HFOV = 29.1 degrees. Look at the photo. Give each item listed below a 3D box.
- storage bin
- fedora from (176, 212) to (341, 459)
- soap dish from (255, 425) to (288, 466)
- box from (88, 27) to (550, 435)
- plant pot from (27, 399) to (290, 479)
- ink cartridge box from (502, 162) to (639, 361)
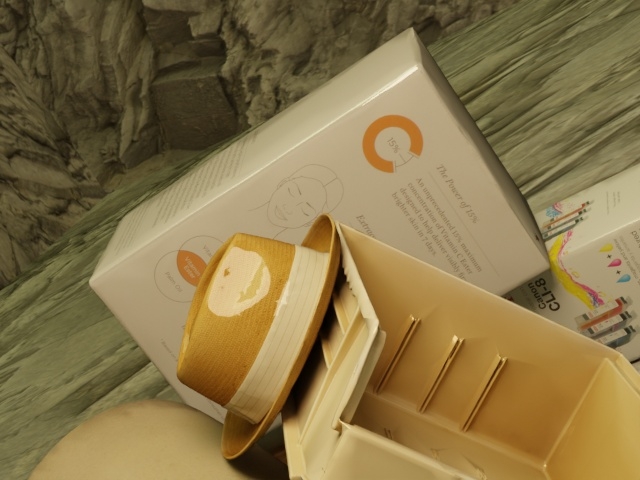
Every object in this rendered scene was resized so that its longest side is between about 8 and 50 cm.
[{"bbox_3d":[0.113,0.123,0.866,0.123,0.262,0.260,-62,11,11],"label":"storage bin"},{"bbox_3d":[-0.054,0.059,0.899,0.194,0.079,0.194,-62,12,23],"label":"fedora"},{"bbox_3d":[0.039,0.137,1.271,0.229,0.118,0.291,-30,16,12],"label":"soap dish"},{"bbox_3d":[0.000,0.000,1.126,0.345,0.215,0.168,-32,17,13],"label":"box"},{"bbox_3d":[-0.061,0.268,0.909,0.274,0.256,0.256,7,41,47],"label":"plant pot"},{"bbox_3d":[0.257,0.034,1.136,0.176,0.128,0.127,-27,17,23],"label":"ink cartridge box"}]
